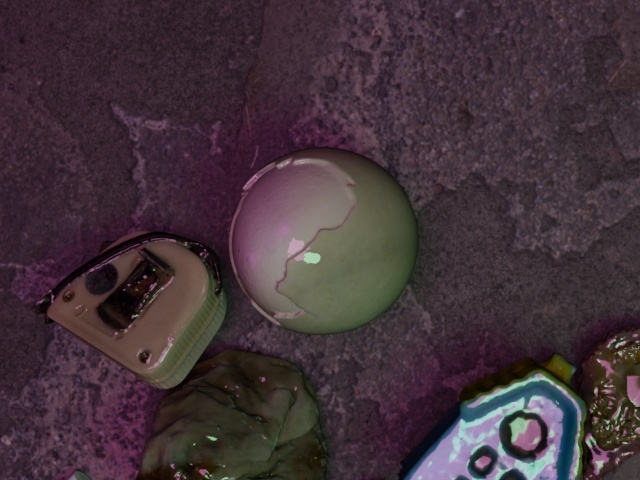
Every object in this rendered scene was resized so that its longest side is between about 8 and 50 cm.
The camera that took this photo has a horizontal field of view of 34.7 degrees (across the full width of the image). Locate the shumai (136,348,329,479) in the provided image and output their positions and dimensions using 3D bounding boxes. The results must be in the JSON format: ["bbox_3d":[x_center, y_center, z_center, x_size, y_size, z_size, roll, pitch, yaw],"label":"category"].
[{"bbox_3d":[-0.143,0.329,1.548,0.309,0.263,0.304,36,96,10],"label":"shumai"}]

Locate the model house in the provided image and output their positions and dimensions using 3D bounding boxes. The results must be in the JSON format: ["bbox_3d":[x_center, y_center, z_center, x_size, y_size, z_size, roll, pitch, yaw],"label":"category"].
[{"bbox_3d":[0.270,0.296,1.492,0.215,0.237,0.303,34,92,8],"label":"model house"}]

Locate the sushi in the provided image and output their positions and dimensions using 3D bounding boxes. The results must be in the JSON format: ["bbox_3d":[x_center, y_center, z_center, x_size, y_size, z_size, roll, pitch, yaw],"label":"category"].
[{"bbox_3d":[0.444,0.231,1.529,0.241,0.107,0.161,-41,78,6],"label":"sushi"}]

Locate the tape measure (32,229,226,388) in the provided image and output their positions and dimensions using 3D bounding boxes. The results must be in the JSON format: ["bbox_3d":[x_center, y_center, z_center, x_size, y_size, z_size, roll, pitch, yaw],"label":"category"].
[{"bbox_3d":[-0.293,0.081,1.632,0.271,0.133,0.231,24,74,27],"label":"tape measure"}]

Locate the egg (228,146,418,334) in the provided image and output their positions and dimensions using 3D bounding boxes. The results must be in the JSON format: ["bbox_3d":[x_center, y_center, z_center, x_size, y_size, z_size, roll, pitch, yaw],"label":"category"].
[{"bbox_3d":[0.000,0.000,1.506,0.278,0.336,0.278,0,90,16],"label":"egg"}]

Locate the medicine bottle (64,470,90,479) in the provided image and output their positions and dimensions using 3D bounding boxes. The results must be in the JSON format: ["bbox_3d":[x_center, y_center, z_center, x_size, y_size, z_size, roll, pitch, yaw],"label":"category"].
[{"bbox_3d":[-0.421,0.426,1.702,0.047,0.047,0.083,44,95,9],"label":"medicine bottle"}]
